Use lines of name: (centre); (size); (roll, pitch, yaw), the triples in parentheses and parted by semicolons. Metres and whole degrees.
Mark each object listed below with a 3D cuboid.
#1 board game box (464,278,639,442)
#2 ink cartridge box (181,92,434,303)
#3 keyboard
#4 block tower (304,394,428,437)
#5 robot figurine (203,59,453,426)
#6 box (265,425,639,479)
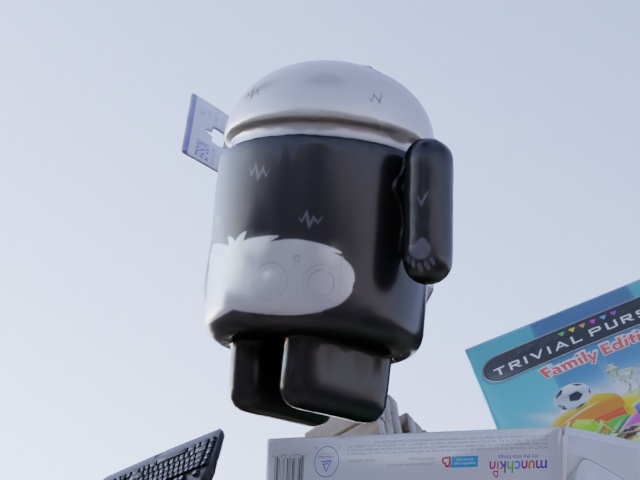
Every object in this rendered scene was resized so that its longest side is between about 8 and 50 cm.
board game box: (0.303, 0.180, 1.848); (0.253, 0.336, 0.079); (-22, -56, 2)
ink cartridge box: (-0.028, -0.036, 2.138); (0.307, 0.072, 0.303); (27, 13, -8)
keyboard: (-0.181, 0.249, 1.945); (0.192, 0.100, 0.038); (-28, -54, 36)
block tower: (0.117, 0.288, 2.047); (0.097, 0.091, 0.335); (-30, -54, 17)
robot figurine: (0.003, 0.000, 1.477); (0.209, 0.278, 0.173); (3, -14, 8)
box: (0.090, 0.257, 1.384); (0.262, 0.231, 0.126); (-8, -14, 37)
